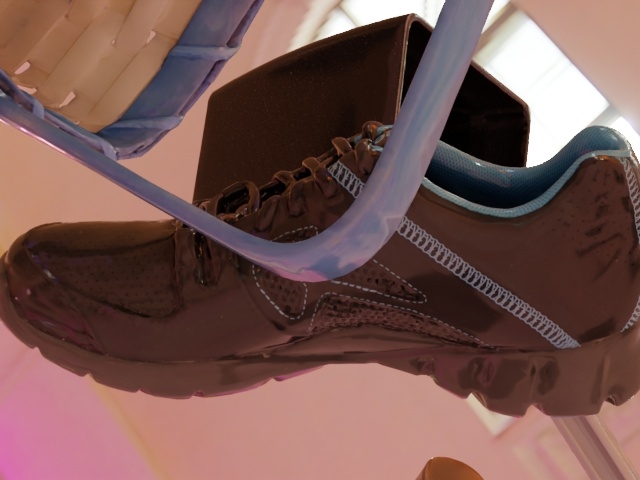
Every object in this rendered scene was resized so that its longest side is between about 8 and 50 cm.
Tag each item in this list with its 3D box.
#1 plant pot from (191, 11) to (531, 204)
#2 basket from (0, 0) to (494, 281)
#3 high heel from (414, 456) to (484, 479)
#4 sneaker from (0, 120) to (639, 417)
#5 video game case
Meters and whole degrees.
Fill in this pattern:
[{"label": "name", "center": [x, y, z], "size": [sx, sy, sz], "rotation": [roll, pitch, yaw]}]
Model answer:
[{"label": "plant pot", "center": [0.019, -0.025, 1.088], "size": [0.167, 0.187, 0.188], "rotation": [0, -15, 32]}, {"label": "basket", "center": [-0.053, -0.140, 0.568], "size": [0.255, 0.289, 0.201], "rotation": [-64, -26, -10]}, {"label": "high heel", "center": [0.034, 0.209, 0.685], "size": [0.082, 0.244, 0.117], "rotation": [19, -54, -21]}, {"label": "sneaker", "center": [0.000, 0.000, 0.843], "size": [0.340, 0.125, 0.140], "rotation": [1, -64, 4]}, {"label": "video game case", "center": [0.249, 0.192, 1.449], "size": [0.036, 0.300, 0.329], "rotation": [-33, -7, 6]}]
